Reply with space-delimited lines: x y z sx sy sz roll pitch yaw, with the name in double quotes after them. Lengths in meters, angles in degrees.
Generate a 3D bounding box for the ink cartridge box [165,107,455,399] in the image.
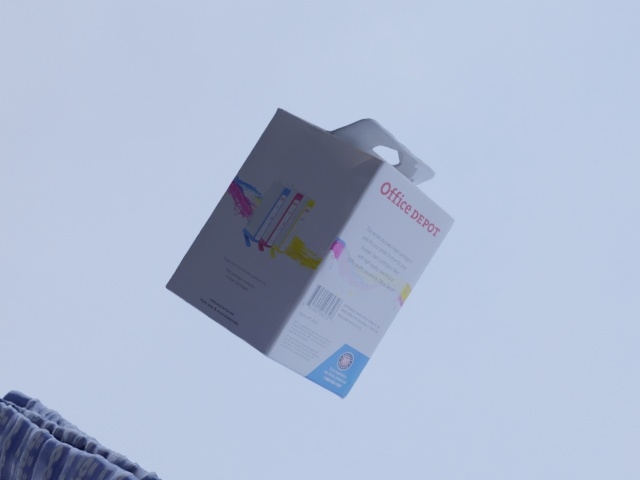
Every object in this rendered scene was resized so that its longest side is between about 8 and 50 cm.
0.000 0.000 0.814 0.090 0.092 0.143 30 -94 38 "ink cartridge box"

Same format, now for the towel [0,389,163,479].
-0.138 0.170 0.471 0.243 0.040 0.336 -64 -161 -10 "towel"
